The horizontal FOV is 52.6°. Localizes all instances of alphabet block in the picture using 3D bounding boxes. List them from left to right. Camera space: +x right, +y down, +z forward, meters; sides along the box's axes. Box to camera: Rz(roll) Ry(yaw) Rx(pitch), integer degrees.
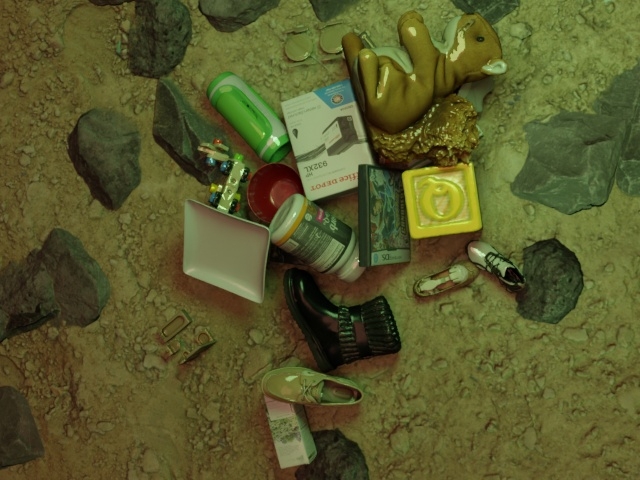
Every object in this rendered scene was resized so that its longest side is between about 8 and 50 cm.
[{"bbox_3d":[0.341,-0.106,1.791,0.193,0.197,0.192,-10,89,15],"label":"alphabet block"}]

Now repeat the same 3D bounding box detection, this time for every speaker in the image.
[{"bbox_3d":[-0.214,-0.374,1.971,0.131,0.131,0.296,-44,81,12],"label":"speaker"}]

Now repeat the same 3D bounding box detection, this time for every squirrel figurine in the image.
[{"bbox_3d":[0.286,-0.389,1.659,0.370,0.281,0.397,-16,110,-1],"label":"squirrel figurine"}]

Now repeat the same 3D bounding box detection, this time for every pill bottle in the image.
[{"bbox_3d":[0.000,0.000,1.857,0.278,0.162,0.162,32,100,-19],"label":"pill bottle"}]

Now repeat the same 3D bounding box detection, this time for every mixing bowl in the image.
[{"bbox_3d":[-0.121,-0.141,1.965,0.181,0.098,0.181,0,91,16],"label":"mixing bowl"}]

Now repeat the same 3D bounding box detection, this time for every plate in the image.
[{"bbox_3d":[-0.271,0.026,1.884,0.277,0.045,0.278,20,127,15],"label":"plate"}]

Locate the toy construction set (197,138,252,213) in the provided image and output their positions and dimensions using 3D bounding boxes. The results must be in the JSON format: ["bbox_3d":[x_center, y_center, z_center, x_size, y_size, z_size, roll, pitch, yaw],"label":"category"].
[{"bbox_3d":[-0.309,-0.152,1.983,0.151,0.215,0.328,7,87,-20],"label":"toy construction set"}]

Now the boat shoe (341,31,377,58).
[{"bbox_3d":[0.200,-0.463,1.835,0.324,0.116,0.097,46,106,18],"label":"boat shoe"}]

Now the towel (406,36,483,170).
[{"bbox_3d":[0.294,-0.390,1.880,0.248,0.038,0.325,-28,84,15],"label":"towel"}]

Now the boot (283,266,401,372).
[{"bbox_3d":[0.067,0.202,1.902,0.260,0.131,0.348,-24,96,21],"label":"boot"}]

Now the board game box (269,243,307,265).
[{"bbox_3d":[-0.061,0.015,1.989,0.186,0.026,0.126,6,92,15],"label":"board game box"}]

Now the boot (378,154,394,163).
[{"bbox_3d":[0.211,-0.297,1.869,0.084,0.059,0.158,1,87,2],"label":"boot"}]

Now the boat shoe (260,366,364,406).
[{"bbox_3d":[-0.022,0.433,1.892,0.302,0.098,0.109,11,80,-10],"label":"boat shoe"}]

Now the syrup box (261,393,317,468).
[{"bbox_3d":[-0.095,0.562,1.973,0.093,0.096,0.237,-17,87,15],"label":"syrup box"}]

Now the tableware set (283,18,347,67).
[{"bbox_3d":[-0.010,-0.588,1.959,0.194,0.039,0.128,-8,77,9],"label":"tableware set"}]

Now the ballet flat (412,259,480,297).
[{"bbox_3d":[0.361,0.114,1.856,0.206,0.067,0.073,-27,82,13],"label":"ballet flat"}]

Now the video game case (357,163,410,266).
[{"bbox_3d":[0.182,-0.068,1.810,0.035,0.248,0.275,0,91,34],"label":"video game case"}]

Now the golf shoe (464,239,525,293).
[{"bbox_3d":[0.494,0.062,1.801,0.198,0.094,0.077,38,81,9],"label":"golf shoe"}]

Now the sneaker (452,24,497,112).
[{"bbox_3d":[0.446,-0.476,1.819,0.121,0.099,0.262,28,82,-22],"label":"sneaker"}]

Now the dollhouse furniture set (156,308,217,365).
[{"bbox_3d":[-0.447,0.310,2.048,0.144,0.123,0.151,-39,81,12],"label":"dollhouse furniture set"}]

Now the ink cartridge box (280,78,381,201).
[{"bbox_3d":[0.038,-0.284,1.903,0.223,0.129,0.307,-16,87,14],"label":"ink cartridge box"}]
